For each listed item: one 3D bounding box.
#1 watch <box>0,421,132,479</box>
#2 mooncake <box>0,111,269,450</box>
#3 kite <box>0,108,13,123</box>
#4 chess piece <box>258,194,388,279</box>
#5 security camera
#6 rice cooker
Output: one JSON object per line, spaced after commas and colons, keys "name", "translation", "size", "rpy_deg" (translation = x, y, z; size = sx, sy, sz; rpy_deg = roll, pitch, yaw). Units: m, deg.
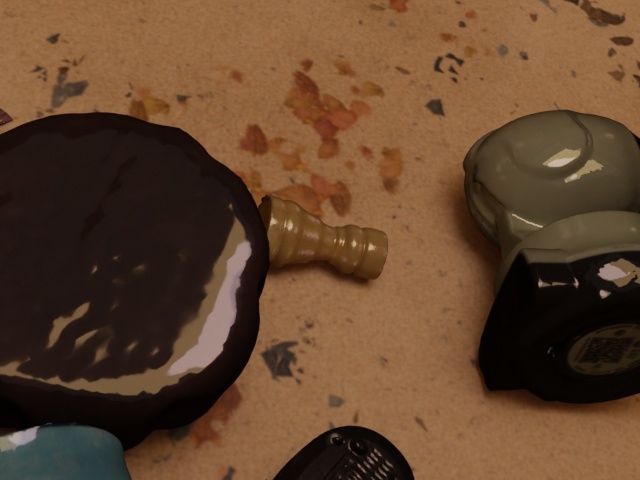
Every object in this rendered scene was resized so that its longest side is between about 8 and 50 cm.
{"name": "watch", "translation": [-0.216, 0.206, 0.737], "size": [0.193, 0.211, 0.211], "rpy_deg": [-21, 66, -9]}
{"name": "mooncake", "translation": [-0.183, 0.036, 0.889], "size": [0.283, 0.141, 0.283], "rpy_deg": [3, 62, -7]}
{"name": "kite", "translation": [-0.356, -0.136, 1.023], "size": [0.139, 0.011, 0.156], "rpy_deg": [17, 56, -11]}
{"name": "chess piece", "translation": [0.000, 0.000, 1.023], "size": [0.122, 0.066, 0.066], "rpy_deg": [12, 56, -17]}
{"name": "security camera", "translation": [0.239, -0.005, 1.037], "size": [0.191, 0.197, 0.277], "rpy_deg": [-1, 50, -10]}
{"name": "rice cooker", "translation": [0.003, 0.221, 0.855], "size": [0.112, 0.106, 0.165], "rpy_deg": [42, 45, 6]}
